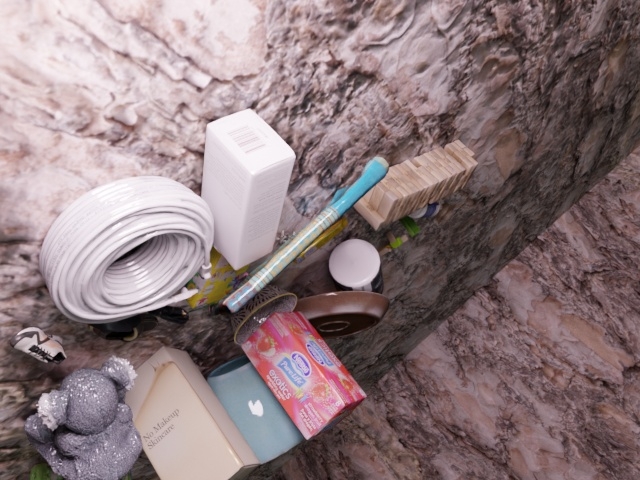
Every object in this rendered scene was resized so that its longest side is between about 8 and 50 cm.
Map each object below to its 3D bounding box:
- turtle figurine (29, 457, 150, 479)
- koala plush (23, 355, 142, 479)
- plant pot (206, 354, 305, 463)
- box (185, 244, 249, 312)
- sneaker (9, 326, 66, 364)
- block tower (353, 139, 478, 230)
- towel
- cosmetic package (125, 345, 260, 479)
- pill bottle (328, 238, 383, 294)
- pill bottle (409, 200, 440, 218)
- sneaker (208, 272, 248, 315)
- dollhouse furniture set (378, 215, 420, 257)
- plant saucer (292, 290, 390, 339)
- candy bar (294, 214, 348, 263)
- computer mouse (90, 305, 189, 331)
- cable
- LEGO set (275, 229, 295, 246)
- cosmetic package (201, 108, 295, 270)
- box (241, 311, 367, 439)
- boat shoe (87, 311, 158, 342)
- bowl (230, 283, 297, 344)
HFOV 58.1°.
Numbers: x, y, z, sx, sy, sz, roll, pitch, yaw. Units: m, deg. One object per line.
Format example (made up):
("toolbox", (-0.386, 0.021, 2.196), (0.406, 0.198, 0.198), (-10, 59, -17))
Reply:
("turtle figurine", (-0.497, 0.568, 1.303), (0.266, 0.274, 0.198), (17, 103, -53))
("koala plush", (-0.419, 0.316, 1.055), (0.196, 0.203, 0.221), (-22, 138, -38))
("plant pot", (-0.168, 0.383, 1.369), (0.290, 0.195, 0.290), (-22, -178, 1))
("box", (-0.195, 0.064, 1.115), (0.105, 0.043, 0.179), (-12, 141, -50))
("sneaker", (-0.444, 0.169, 0.916), (0.040, 0.044, 0.109), (-40, 155, 2))
("block tower", (0.234, -0.138, 1.359), (0.335, 0.091, 0.097), (-26, 151, -32))
("towel", (-0.044, 0.001, 1.062), (0.370, 0.040, 0.271), (-43, -178, -16))
("cosmetic package", (-0.285, 0.394, 1.213), (0.160, 0.309, 0.113), (-43, 157, 0))
("pill bottle", (0.100, 0.100, 1.512), (0.130, 0.130, 0.246), (-38, 156, -8))
("pill bottle", (0.258, -0.091, 1.501), (0.120, 0.067, 0.067), (-7, 139, -53))
("sneaker", (-0.185, 0.123, 1.212), (0.119, 0.057, 0.047), (-46, 158, 13))
("dollhouse furniture set", (0.207, -0.012, 1.618), (0.076, 0.058, 0.151), (-31, 175, -40))
("plant saucer", (0.031, 0.206, 1.508), (0.310, 0.050, 0.310), (-6, 156, -3))
("candy bar", (0.000, 0.000, 1.329), (0.161, 0.018, 0.040), (-37, 153, -9))
("computer mouse", (-0.313, 0.122, 1.008), (0.041, 0.071, 0.242), (-61, 155, 8))
("cable", (-0.276, 0.014, 0.851), (0.257, 0.089, 0.257), (-21, 148, -38))
("LEGO set", (-0.083, 0.006, 1.206), (0.083, 0.023, 0.054), (-39, 156, -6))
("cosmetic package", (-0.121, -0.073, 0.900), (0.085, 0.117, 0.231), (-28, 155, -31))
("box", (-0.037, 0.289, 1.270), (0.122, 0.257, 0.128), (-46, 157, 15))
("boat shoe", (-0.347, 0.159, 1.036), (0.056, 0.049, 0.152), (-49, 156, 16))
("bowl", (-0.143, 0.150, 1.291), (0.170, 0.080, 0.170), (-35, 156, -17))
